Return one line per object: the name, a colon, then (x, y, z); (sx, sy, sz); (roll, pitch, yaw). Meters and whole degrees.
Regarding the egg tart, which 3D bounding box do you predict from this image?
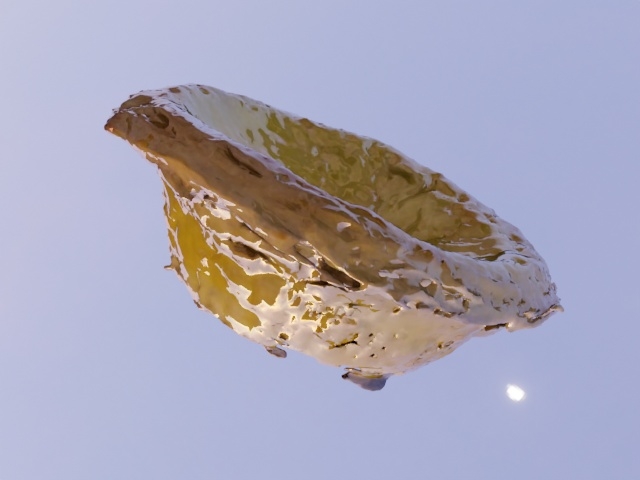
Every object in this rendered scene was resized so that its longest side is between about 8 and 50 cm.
egg tart: (0.000, 0.000, 0.811); (0.120, 0.315, 0.315); (-64, -149, 13)
